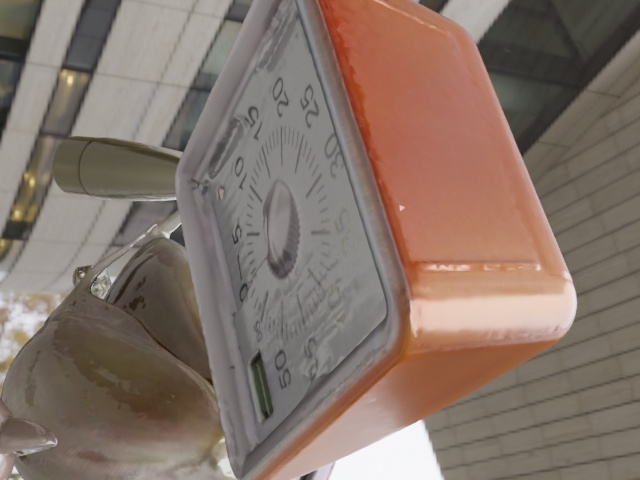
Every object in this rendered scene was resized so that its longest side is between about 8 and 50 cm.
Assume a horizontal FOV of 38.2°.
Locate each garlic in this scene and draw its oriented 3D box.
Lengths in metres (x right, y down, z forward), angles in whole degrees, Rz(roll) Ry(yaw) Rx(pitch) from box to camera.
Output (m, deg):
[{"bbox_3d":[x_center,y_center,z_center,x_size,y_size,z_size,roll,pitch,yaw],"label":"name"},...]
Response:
[{"bbox_3d":[-0.186,0.114,0.882,0.246,0.232,0.340,-43,-129,33],"label":"garlic"}]

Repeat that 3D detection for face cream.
[{"bbox_3d":[-0.196,-0.084,1.178,0.341,0.137,0.084,7,-82,32],"label":"face cream"}]

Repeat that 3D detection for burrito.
[{"bbox_3d":[-0.357,0.076,1.453,0.045,0.058,0.188,49,-20,10],"label":"burrito"}]

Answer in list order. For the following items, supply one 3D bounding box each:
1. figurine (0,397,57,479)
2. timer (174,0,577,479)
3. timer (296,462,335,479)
[{"bbox_3d":[-0.247,0.133,0.558,0.138,0.125,0.125,-25,-118,30],"label":"figurine"},{"bbox_3d":[0.000,0.000,0.587,0.250,0.161,0.257,-39,-125,39],"label":"timer"},{"bbox_3d":[-0.079,0.316,1.288,0.069,0.191,0.208,-9,-130,57],"label":"timer"}]
